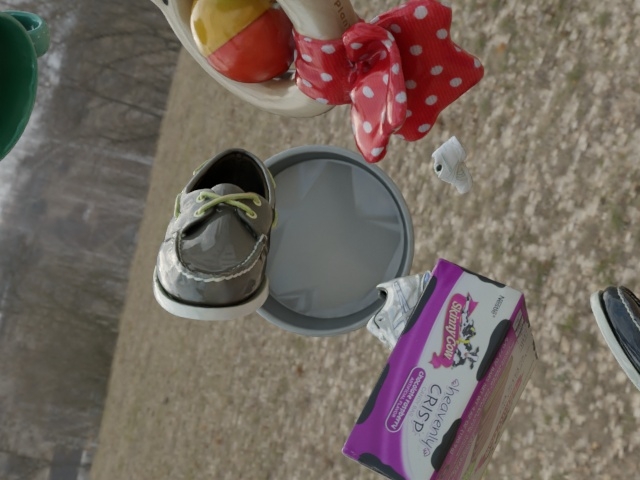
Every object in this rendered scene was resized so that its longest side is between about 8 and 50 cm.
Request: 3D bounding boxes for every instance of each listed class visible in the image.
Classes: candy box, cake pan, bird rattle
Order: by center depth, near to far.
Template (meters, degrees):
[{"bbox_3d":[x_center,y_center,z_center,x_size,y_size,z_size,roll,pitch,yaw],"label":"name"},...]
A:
[{"bbox_3d":[-0.024,-0.156,0.575,0.207,0.253,0.143,-8,48,60],"label":"bird rattle"},{"bbox_3d":[0.109,0.128,0.686,0.159,0.071,0.233,-62,-23,-9],"label":"candy box"},{"bbox_3d":[0.000,0.000,1.304,0.054,0.293,0.293,-25,-47,-78],"label":"cake pan"}]

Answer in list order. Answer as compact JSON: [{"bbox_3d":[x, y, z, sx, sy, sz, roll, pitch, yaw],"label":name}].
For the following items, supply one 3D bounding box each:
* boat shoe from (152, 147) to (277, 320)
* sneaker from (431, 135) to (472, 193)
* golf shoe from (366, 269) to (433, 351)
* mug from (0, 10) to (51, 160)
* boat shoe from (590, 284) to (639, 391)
[{"bbox_3d":[-0.097,-0.014,0.825,0.305,0.109,0.091,-92,10,-71],"label":"boat shoe"},{"bbox_3d":[0.242,-0.133,1.572,0.054,0.061,0.152,61,-178,37],"label":"sneaker"},{"bbox_3d":[0.093,0.110,0.920,0.176,0.086,0.069,-81,-17,-46],"label":"golf shoe"},{"bbox_3d":[-0.292,-0.125,0.657,0.158,0.097,0.129,-23,-49,-72],"label":"mug"},{"bbox_3d":[0.421,0.164,0.892,0.113,0.127,0.340,-46,50,26],"label":"boat shoe"}]
